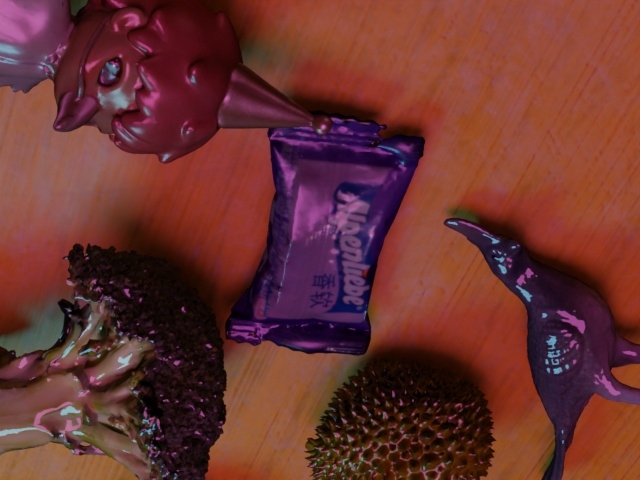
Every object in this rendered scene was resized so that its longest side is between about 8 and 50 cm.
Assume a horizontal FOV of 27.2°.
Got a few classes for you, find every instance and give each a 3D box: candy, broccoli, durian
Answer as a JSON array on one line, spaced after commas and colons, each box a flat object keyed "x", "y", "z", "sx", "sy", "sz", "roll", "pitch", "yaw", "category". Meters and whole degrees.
[{"x": 0.000, "y": 0.000, "z": 1.245, "sx": 0.145, "sy": 0.070, "sz": 0.275, "roll": 9, "pitch": 123, "yaw": -6, "category": "candy"}, {"x": -0.254, "y": 0.174, "z": 1.298, "sx": 0.361, "sy": 0.221, "sz": 0.252, "roll": -35, "pitch": 119, "yaw": 23, "category": "broccoli"}, {"x": 0.078, "y": 0.202, "z": 1.330, "sx": 0.198, "sy": 0.146, "sz": 0.159, "roll": 0, "pitch": 124, "yaw": 5, "category": "durian"}]

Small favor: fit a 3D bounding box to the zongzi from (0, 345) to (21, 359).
[{"x": -0.431, "y": 0.085, "z": 1.356, "sx": 0.197, "sy": 0.099, "sz": 0.194, "roll": -16, "pitch": 123, "yaw": 6, "category": "zongzi"}]

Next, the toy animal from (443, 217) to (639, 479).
[{"x": 0.264, "y": 0.120, "z": 1.279, "sx": 0.206, "sy": 0.081, "sz": 0.367, "roll": -1, "pitch": 127, "yaw": 32, "category": "toy animal"}]

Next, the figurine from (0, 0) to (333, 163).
[{"x": -0.181, "y": -0.149, "z": 1.105, "sx": 0.387, "sy": 0.166, "sz": 0.207, "roll": 25, "pitch": 142, "yaw": -6, "category": "figurine"}]
